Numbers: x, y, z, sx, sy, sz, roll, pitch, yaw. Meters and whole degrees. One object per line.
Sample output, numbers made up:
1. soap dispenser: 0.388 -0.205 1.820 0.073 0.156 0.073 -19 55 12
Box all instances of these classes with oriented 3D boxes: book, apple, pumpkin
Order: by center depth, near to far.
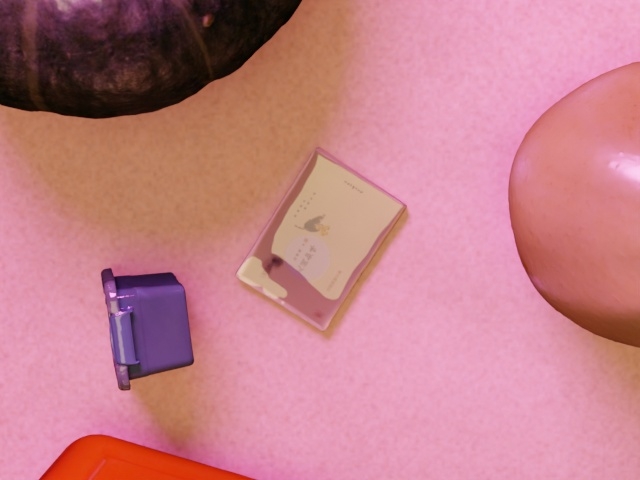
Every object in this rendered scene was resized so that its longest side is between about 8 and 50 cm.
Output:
1. pumpkin: -0.137 -0.220 0.728 0.300 0.207 0.300 0 84 1
2. apple: 0.217 -0.019 0.752 0.200 0.200 0.200 0 98 2
3. book: 0.000 0.000 0.844 0.077 0.014 0.111 33 98 -2

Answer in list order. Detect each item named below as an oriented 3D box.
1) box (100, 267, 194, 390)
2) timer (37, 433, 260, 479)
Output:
1. box: -0.120 0.057 0.819 0.054 0.099 0.074 -6 97 -11
2. timer: -0.106 0.292 0.824 0.257 0.161 0.250 16 111 0
